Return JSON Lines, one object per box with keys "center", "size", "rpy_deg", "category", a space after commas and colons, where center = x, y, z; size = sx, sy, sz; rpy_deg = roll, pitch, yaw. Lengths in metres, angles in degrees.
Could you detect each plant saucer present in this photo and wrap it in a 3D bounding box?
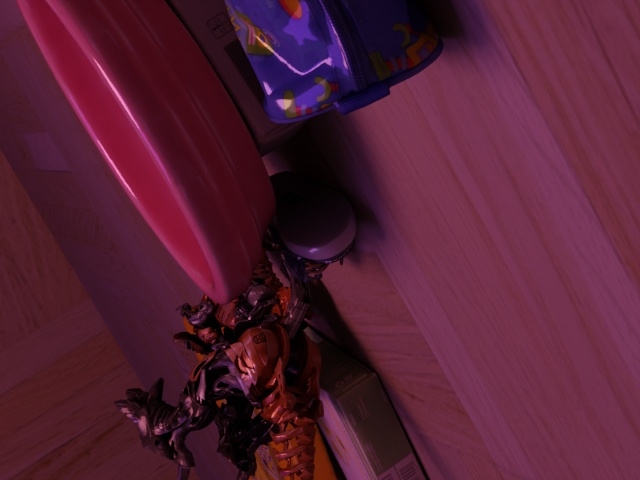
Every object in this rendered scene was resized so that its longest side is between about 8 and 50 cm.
{"center": [-0.137, -0.106, 1.504], "size": [0.332, 0.084, 0.332], "rpy_deg": [55, 169, 16], "category": "plant saucer"}

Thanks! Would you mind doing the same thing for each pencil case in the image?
{"center": [-0.037, -0.212, 1.070], "size": [0.133, 0.119, 0.306], "rpy_deg": [-98, -18, -65], "category": "pencil case"}

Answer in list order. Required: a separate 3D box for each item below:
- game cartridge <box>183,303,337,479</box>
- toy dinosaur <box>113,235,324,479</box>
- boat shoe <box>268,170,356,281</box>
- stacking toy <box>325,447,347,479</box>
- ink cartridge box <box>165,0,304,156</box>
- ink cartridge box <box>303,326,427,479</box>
{"center": [-0.068, 0.208, 2.187], "size": [0.323, 0.052, 0.285], "rpy_deg": [171, 78, -76], "category": "game cartridge"}
{"center": [-0.075, 0.130, 1.793], "size": [0.164, 0.218, 0.322], "rpy_deg": [30, -149, -21], "category": "toy dinosaur"}
{"center": [0.000, 0.000, 1.563], "size": [0.083, 0.065, 0.183], "rpy_deg": [61, 172, -23], "category": "boat shoe"}
{"center": [0.038, 0.336, 2.194], "size": [0.167, 0.052, 0.221], "rpy_deg": [39, 156, 53], "category": "stacking toy"}
{"center": [-0.112, -0.192, 1.524], "size": [0.275, 0.060, 0.239], "rpy_deg": [57, 171, 0], "category": "ink cartridge box"}
{"center": [0.020, 0.179, 1.904], "size": [0.235, 0.056, 0.171], "rpy_deg": [29, 149, 60], "category": "ink cartridge box"}
